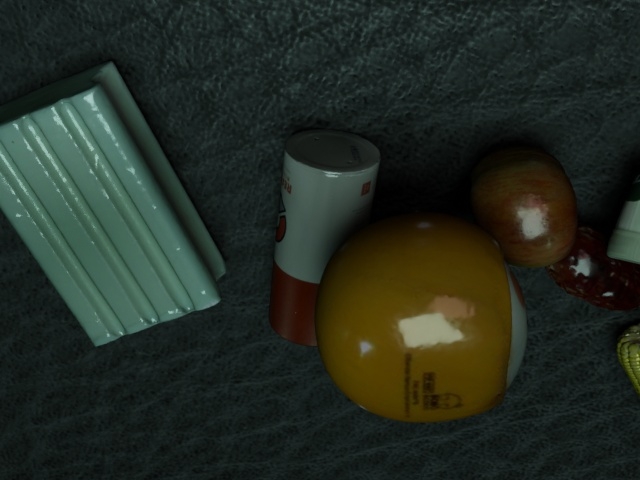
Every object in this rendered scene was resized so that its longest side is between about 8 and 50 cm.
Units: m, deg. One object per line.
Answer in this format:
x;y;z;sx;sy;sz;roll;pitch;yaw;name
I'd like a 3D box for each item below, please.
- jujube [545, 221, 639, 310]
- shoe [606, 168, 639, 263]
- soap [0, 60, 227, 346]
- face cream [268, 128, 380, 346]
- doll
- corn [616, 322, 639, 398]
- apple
0.298;0.033;0.974;0.129;0.077;0.077;30;118;-21;jujube
0.423;-0.009;0.935;0.265;0.095;0.110;9;93;-21;shoe
-0.225;-0.032;0.936;0.159;0.087;0.265;-20;119;13;soap
0.000;0.000;0.946;0.096;0.096;0.214;6;122;-3;face cream
0.092;0.052;0.872;0.213;0.236;0.213;-1;133;-1;doll
0.406;0.163;1.056;0.085;0.063;0.165;-27;119;6;corn
0.202;-0.030;0.908;0.102;0.126;0.126;-10;121;9;apple
